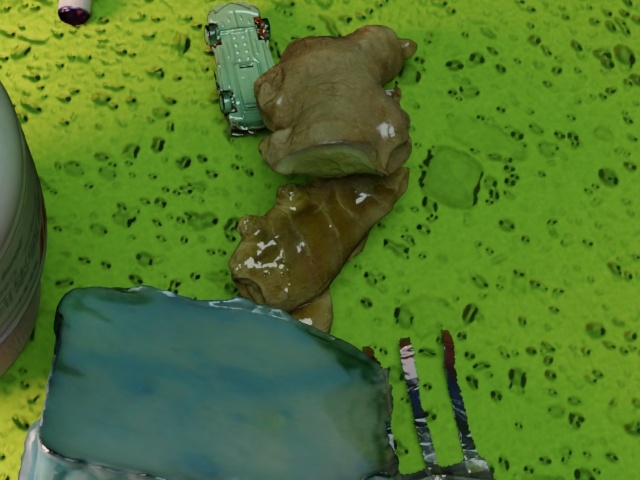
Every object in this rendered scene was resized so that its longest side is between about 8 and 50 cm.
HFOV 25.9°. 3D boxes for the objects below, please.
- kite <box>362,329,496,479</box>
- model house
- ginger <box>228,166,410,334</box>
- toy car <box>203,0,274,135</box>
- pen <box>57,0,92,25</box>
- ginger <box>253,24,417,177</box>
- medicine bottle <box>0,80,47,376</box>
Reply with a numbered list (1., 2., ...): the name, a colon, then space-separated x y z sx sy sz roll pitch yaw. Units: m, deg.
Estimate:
1. kite: 0.095 0.195 1.137 0.141 0.015 0.245 -9 73 -10
2. model house: -0.098 0.198 1.057 0.261 0.241 0.226 12 27 -12
3. ginger: -0.013 -0.001 1.157 0.115 0.081 0.205 29 72 -6
4. toy car: -0.069 -0.153 1.229 0.059 0.035 0.122 -9 70 -13
5. pen: -0.207 -0.322 1.277 0.033 0.033 0.269 5 72 -2
6. ginger: 0.012 -0.126 1.175 0.137 0.074 0.213 10 44 -3
7. medicine bottle: -0.325 -0.005 1.010 0.256 0.325 0.256 1 70 -3
